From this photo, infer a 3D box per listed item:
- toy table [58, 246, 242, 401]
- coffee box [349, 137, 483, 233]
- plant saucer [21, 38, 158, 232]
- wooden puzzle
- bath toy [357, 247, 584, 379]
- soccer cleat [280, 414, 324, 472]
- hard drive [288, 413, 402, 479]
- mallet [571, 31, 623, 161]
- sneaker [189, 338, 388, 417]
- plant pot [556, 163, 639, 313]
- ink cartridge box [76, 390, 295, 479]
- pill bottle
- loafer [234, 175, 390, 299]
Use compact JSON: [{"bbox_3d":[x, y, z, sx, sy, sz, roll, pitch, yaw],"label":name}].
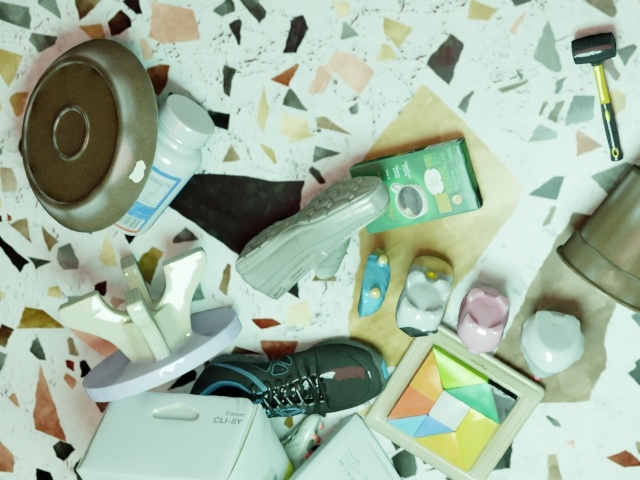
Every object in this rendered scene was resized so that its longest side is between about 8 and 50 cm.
[{"bbox_3d":[-0.282,0.131,1.960,0.274,0.252,0.161,-28,110,-14],"label":"toy table"},{"bbox_3d":[0.145,-0.083,1.842,0.184,0.040,0.113,-14,103,22],"label":"coffee box"},{"bbox_3d":[-0.379,-0.168,1.904,0.310,0.050,0.311,-2,86,38],"label":"plant saucer"},{"bbox_3d":[0.211,0.273,1.945,0.221,0.044,0.239,32,116,5],"label":"wooden puzzle"},{"bbox_3d":[0.228,0.118,1.839,0.348,0.151,0.129,20,144,7],"label":"bath toy"},{"bbox_3d":[-0.057,0.367,2.058,0.076,0.068,0.196,29,118,10],"label":"soccer cleat"},{"bbox_3d":[0.026,0.445,1.924,0.040,0.307,0.203,-27,99,42],"label":"hard drive"},{"bbox_3d":[0.413,-0.205,1.716,0.062,0.039,0.190,-18,107,21],"label":"mallet"},{"bbox_3d":[-0.056,0.249,1.974,0.340,0.139,0.125,-10,103,20],"label":"sneaker"},{"bbox_3d":[0.448,-0.008,1.709,0.167,0.167,0.165,32,108,5],"label":"plant pot"},{"bbox_3d":[-0.187,0.433,1.983,0.279,0.160,0.385,0,134,23],"label":"ink cartridge box"},{"bbox_3d":[-0.266,-0.123,1.920,0.124,0.124,0.221,43,115,0],"label":"pill bottle"},{"bbox_3d":[0.000,0.000,1.874,0.111,0.112,0.319,46,134,-15],"label":"loafer"}]
